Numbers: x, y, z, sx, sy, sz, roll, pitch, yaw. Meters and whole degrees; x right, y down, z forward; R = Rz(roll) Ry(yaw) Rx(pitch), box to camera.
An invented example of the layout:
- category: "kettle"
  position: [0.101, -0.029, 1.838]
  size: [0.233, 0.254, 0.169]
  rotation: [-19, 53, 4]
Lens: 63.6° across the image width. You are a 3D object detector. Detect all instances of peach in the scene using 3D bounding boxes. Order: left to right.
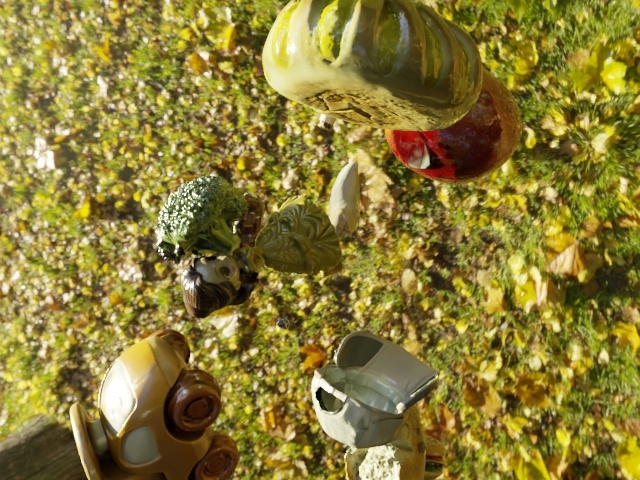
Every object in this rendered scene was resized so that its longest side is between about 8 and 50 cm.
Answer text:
- category: "peach"
  position: [0.360, -0.333, 1.503]
  size: [0.406, 0.310, 0.335]
  rotation: [41, 149, 5]

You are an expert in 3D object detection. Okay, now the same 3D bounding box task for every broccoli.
- category: "broccoli"
  position: [-0.244, -0.030, 1.061]
  size: [0.176, 0.198, 0.226]
  rotation: [23, 131, 29]

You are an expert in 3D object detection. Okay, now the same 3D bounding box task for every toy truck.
- category: "toy truck"
  position: [-0.264, 0.305, 0.838]
  size: [0.204, 0.212, 0.288]
  rotation: [32, 141, 52]

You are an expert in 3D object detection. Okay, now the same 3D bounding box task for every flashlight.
- category: "flashlight"
  position: [-0.127, 0.291, 1.796]
  size: [0.035, 0.121, 0.057]
  rotation: [16, 82, 7]

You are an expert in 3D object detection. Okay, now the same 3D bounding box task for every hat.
- category: "hat"
  position: [0.115, 0.311, 1.069]
  size: [0.232, 0.275, 0.161]
  rotation: [30, 136, 41]

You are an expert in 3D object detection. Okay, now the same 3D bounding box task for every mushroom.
- category: "mushroom"
  position: [0.092, -0.125, 1.973]
  size: [0.126, 0.397, 0.177]
  rotation: [5, 131, 5]

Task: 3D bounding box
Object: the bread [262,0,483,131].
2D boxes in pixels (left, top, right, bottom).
- category: "bread"
  position: [0.054, -0.171, 0.492]
  size: [0.213, 0.213, 0.104]
  rotation: [15, 93, 24]

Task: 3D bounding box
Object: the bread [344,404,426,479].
- category: "bread"
  position: [0.170, 0.502, 1.296]
  size: [0.171, 0.192, 0.314]
  rotation: [-21, 60, 35]

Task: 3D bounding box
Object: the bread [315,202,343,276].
- category: "bread"
  position: [0.000, 0.000, 1.568]
  size: [0.070, 0.236, 0.236]
  rotation: [-19, 90, -7]

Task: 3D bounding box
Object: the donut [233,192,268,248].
- category: "donut"
  position: [-0.247, -0.045, 1.814]
  size: [0.096, 0.216, 0.230]
  rotation: [9, 108, -3]

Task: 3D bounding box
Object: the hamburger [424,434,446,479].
- category: "hamburger"
  position: [0.296, 0.643, 1.543]
  size: [0.162, 0.162, 0.115]
  rotation: [11, 87, 26]

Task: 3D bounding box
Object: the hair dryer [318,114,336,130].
- category: "hair dryer"
  position: [0.070, -0.560, 1.900]
  size: [0.128, 0.203, 0.362]
  rotation: [24, 98, 13]

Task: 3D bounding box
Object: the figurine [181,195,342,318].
- category: "figurine"
  position: [-0.134, 0.039, 1.046]
  size: [0.187, 0.315, 0.168]
  rotation: [58, 143, 8]
